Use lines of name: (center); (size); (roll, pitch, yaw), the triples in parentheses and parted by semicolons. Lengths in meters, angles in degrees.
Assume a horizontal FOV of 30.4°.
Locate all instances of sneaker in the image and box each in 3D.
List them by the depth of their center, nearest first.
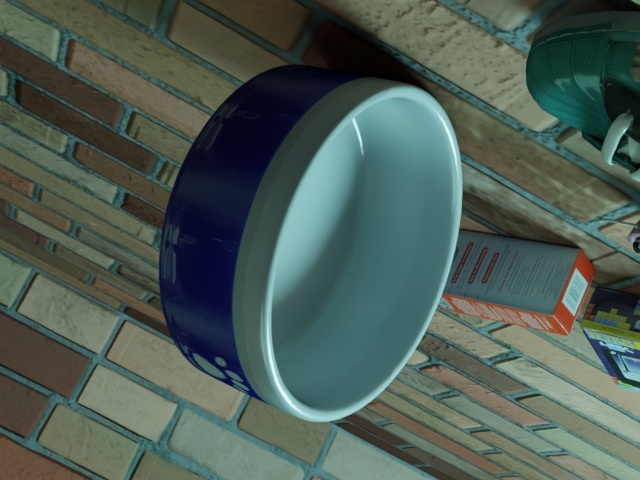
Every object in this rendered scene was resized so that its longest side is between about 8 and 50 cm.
sneaker: (0.253, -0.036, 0.694); (0.302, 0.121, 0.108); (23, 162, 12)

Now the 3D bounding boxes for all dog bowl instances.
dog bowl: (0.000, 0.000, 0.915); (0.104, 0.264, 0.265); (18, 161, 33)

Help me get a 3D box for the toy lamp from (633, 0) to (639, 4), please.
toy lamp: (0.166, -0.135, 0.609); (0.275, 0.080, 0.080); (17, 160, 25)

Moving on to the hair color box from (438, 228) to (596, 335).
hair color box: (0.175, 0.037, 1.093); (0.141, 0.072, 0.043); (12, 157, 41)

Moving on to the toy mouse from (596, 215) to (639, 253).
toy mouse: (0.296, 0.004, 0.896); (0.161, 0.031, 0.143); (9, 155, 43)

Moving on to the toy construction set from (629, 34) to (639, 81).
toy construction set: (0.258, -0.135, 0.383); (0.258, 0.237, 0.309); (3, -163, -34)

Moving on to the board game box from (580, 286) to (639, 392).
board game box: (0.346, 0.111, 1.104); (0.170, 0.048, 0.141); (14, 157, 35)
